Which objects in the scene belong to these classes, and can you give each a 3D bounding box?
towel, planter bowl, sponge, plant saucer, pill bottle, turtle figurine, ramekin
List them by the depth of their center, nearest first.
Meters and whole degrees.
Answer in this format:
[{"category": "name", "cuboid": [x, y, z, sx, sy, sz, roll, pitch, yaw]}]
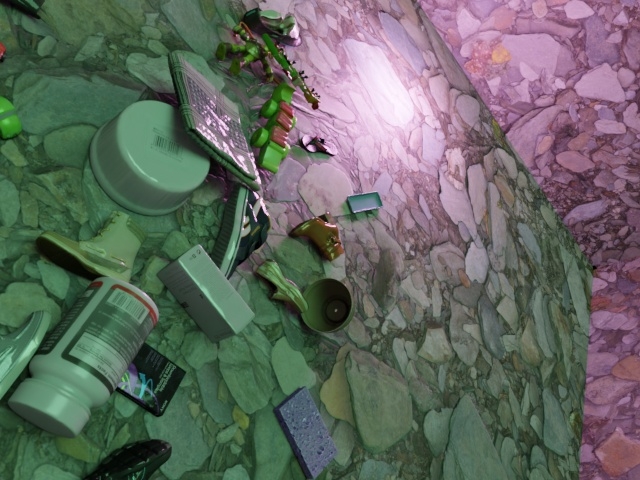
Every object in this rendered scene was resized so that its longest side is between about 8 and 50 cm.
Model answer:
[{"category": "pill bottle", "cuboid": [-0.458, 0.226, 1.020, 0.161, 0.161, 0.283, 43, 46, -22]}, {"category": "ramekin", "cuboid": [-0.414, -0.212, 1.297, 0.277, 0.135, 0.277, 21, 58, -37]}, {"category": "sponge", "cuboid": [-0.037, 0.517, 1.398, 0.117, 0.031, 0.210, -26, 91, -48]}, {"category": "towel", "cuboid": [-0.277, -0.321, 1.413, 0.324, 0.056, 0.312, 41, 23, -53]}, {"category": "planter bowl", "cuboid": [0.034, 0.202, 1.547, 0.109, 0.162, 0.162, 38, 42, -62]}, {"category": "turtle figurine", "cuboid": [-0.225, -0.610, 1.714, 0.217, 0.087, 0.269, -39, 100, -47]}, {"category": "plant saucer", "cuboid": [0.166, -0.143, 1.933, 0.192, 0.018, 0.067, -13, 81, -48]}]

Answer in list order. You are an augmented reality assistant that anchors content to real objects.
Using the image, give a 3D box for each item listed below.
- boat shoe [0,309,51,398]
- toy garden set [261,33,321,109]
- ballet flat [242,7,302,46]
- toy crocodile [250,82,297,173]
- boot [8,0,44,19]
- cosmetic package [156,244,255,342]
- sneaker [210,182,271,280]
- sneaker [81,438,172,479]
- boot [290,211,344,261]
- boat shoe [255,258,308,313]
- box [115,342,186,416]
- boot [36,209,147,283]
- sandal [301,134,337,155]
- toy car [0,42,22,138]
[{"category": "boat shoe", "cuboid": [-0.591, 0.215, 0.953, 0.081, 0.079, 0.227, 43, 49, -28]}, {"category": "toy garden set", "cuboid": [-0.084, -0.571, 1.753, 0.203, 0.049, 0.244, 62, 14, 25]}, {"category": "ballet flat", "cuboid": [-0.147, -0.768, 1.863, 0.281, 0.096, 0.095, -5, 74, -47]}, {"category": "toy crocodile", "cuboid": [-0.138, -0.363, 1.669, 0.115, 0.105, 0.340, 32, 51, -31]}, {"category": "boot", "cuboid": [-0.723, -0.646, 1.254, 0.137, 0.077, 0.197, 27, 67, -40]}, {"category": "cosmetic package", "cuboid": [-0.282, 0.135, 1.276, 0.231, 0.117, 0.085, 54, 43, -9]}, {"category": "sneaker", "cuboid": [-0.208, -0.010, 1.412, 0.128, 0.126, 0.321, 29, 51, -26]}, {"category": "sneaker", "cuboid": [-0.407, 0.490, 1.013, 0.267, 0.101, 0.106, -23, 107, -47]}, {"category": "boot", "cuboid": [0.000, 0.000, 1.659, 0.197, 0.073, 0.152, -23, 92, -45]}, {"category": "boat shoe", "cuboid": [-0.116, 0.145, 1.485, 0.190, 0.068, 0.072, 48, 56, -3]}, {"category": "box", "cuboid": [-0.391, 0.300, 1.151, 0.162, 0.029, 0.116, 44, 46, -23]}, {"category": "boot", "cuboid": [-0.500, -0.003, 1.153, 0.213, 0.077, 0.165, 37, 49, -34]}, {"category": "sandal", "cuboid": [0.002, -0.345, 1.848, 0.179, 0.040, 0.067, 3, 69, -44]}, {"category": "toy car", "cuboid": [-0.722, -0.323, 1.101, 0.225, 0.053, 0.239, 53, 43, -12]}]
